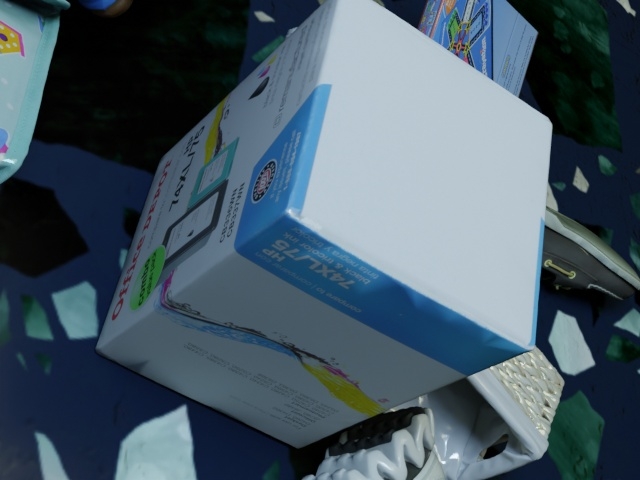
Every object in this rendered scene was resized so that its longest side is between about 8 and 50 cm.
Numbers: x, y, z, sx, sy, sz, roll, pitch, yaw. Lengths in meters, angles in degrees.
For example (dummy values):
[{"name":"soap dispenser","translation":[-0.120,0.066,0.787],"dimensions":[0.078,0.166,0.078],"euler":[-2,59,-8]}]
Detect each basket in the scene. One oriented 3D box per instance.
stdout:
[{"name":"basket","translation":[0.119,0.113,0.927],"dimensions":[0.167,0.113,0.103],"euler":[49,45,-9]}]

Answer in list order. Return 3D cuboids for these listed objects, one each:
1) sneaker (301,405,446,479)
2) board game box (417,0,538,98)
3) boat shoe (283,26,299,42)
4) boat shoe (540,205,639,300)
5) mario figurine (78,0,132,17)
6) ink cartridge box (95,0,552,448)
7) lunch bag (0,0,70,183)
[{"name":"sneaker","translation":[0.009,0.233,0.788],"dimensions":[0.292,0.110,0.118],"euler":[-27,95,-43]},{"name":"board game box","translation":[0.127,-0.115,1.024],"dimensions":[0.145,0.027,0.281],"euler":[32,71,-41]},{"name":"boat shoe","translation":[0.049,-0.141,1.037],"dimensions":[0.226,0.083,0.075],"euler":[12,89,-35]},{"name":"boat shoe","translation":[0.247,0.010,1.117],"dimensions":[0.228,0.068,0.081],"euler":[31,17,-26]},{"name":"mario figurine","translation":[-0.215,-0.294,0.761],"dimensions":[0.170,0.198,0.320],"euler":[46,8,28]},{"name":"ink cartridge box","translation":[0.000,0.000,0.779],"dimensions":[0.197,0.270,0.198],"euler":[29,53,-23]},{"name":"lunch bag","translation":[-0.293,-0.134,0.694],"dimensions":[0.223,0.160,0.262],"euler":[26,40,-22]}]
